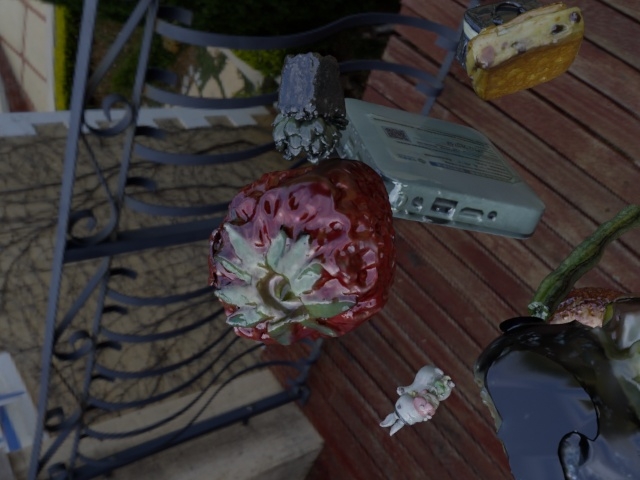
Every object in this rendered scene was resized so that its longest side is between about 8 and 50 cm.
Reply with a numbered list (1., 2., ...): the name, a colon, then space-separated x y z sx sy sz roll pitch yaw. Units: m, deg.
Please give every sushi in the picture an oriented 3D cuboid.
1. sushi: 0.348 0.226 0.745 0.286 0.328 0.327 -24 52 7

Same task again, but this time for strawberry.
1. strawberry: 0.000 0.000 1.128 0.295 0.345 0.317 39 126 8

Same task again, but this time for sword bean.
1. sword bean: 0.386 0.023 0.993 0.043 0.269 0.038 51 154 5

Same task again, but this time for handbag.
1. handbag: 0.511 -0.584 1.945 0.181 0.255 0.181 94 153 -50

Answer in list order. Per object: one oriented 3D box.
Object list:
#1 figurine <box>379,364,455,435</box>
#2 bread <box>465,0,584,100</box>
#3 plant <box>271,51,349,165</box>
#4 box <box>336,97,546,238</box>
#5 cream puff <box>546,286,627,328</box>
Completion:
1. figurine: 0.178 0.301 1.296 0.081 0.146 0.098 42 161 13
2. bread: 0.377 -0.358 1.308 0.211 0.235 0.099 -18 80 8
3. plant: -0.012 -0.170 0.902 0.092 0.095 0.143 8 97 41
4. box: 0.239 -0.158 1.486 0.396 0.396 0.111 -109 34 -54
5. cream puff: 0.521 0.197 1.273 0.240 0.164 0.239 12 114 27
